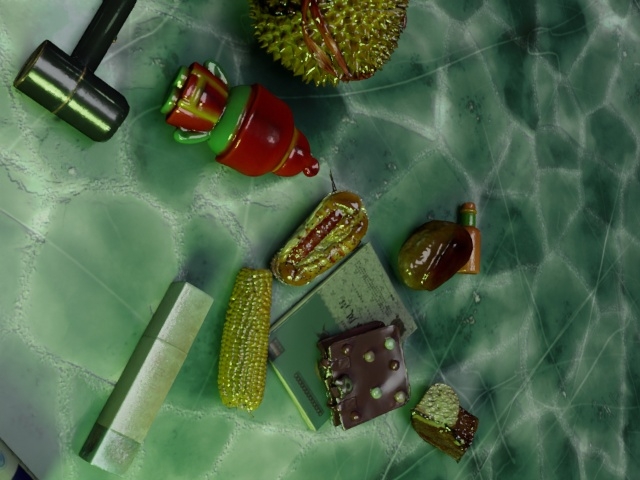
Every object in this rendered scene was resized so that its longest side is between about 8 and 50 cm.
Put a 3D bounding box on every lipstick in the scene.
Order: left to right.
[{"bbox_3d":[-0.326,0.256,1.418,0.076,0.080,0.371,36,68,-27],"label":"lipstick"}]

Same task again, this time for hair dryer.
[{"bbox_3d":[-0.399,-0.368,1.395,0.189,0.107,0.352,37,62,-30],"label":"hair dryer"}]

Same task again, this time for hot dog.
[{"bbox_3d":[0.000,0.000,1.615,0.253,0.069,0.131,-43,104,0],"label":"hot dog"}]

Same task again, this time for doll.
[{"bbox_3d":[-0.144,-0.226,1.520,0.363,0.160,0.182,29,70,-31],"label":"doll"}]

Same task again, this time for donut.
[{"bbox_3d":[0.303,0.444,1.836,0.187,0.144,0.126,35,58,4],"label":"donut"}]

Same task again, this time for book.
[{"bbox_3d":[0.048,0.215,1.710,0.379,0.031,0.264,-42,111,-29],"label":"book"}]

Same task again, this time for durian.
[{"bbox_3d":[0.024,-0.489,1.517,0.348,0.384,0.347,0,89,-25],"label":"durian"}]

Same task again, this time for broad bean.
[{"bbox_3d":[0.277,0.036,1.828,0.229,0.122,0.156,-30,123,-27],"label":"broad bean"}]

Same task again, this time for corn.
[{"bbox_3d":[-0.155,0.208,1.528,0.102,0.102,0.310,8,83,-35],"label":"corn"}]

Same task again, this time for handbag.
[{"bbox_3d":[0.100,0.300,1.681,0.216,0.074,0.203,-14,97,-35],"label":"handbag"}]

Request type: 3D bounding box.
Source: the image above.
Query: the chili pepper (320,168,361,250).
[{"bbox_3d":[0.042,-0.072,1.688,0.084,0.086,0.192,-15,107,-7],"label":"chili pepper"}]

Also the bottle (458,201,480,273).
[{"bbox_3d":[0.383,-0.006,1.937,0.069,0.069,0.186,11,78,-34],"label":"bottle"}]

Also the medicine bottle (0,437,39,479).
[{"bbox_3d":[-0.584,0.372,1.163,0.190,0.190,0.332,-44,112,-28],"label":"medicine bottle"}]
